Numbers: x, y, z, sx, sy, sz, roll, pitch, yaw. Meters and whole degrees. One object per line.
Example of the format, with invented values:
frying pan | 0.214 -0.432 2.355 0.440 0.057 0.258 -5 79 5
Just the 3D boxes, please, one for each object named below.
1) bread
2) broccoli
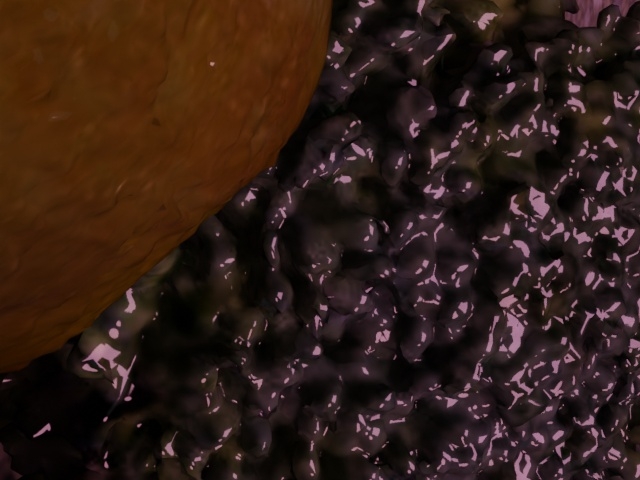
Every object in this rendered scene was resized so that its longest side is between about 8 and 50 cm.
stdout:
bread | -0.149 -0.084 0.462 0.251 0.208 0.376 -40 154 6
broccoli | 0.006 -0.010 0.807 0.348 0.281 0.293 -30 108 -16
